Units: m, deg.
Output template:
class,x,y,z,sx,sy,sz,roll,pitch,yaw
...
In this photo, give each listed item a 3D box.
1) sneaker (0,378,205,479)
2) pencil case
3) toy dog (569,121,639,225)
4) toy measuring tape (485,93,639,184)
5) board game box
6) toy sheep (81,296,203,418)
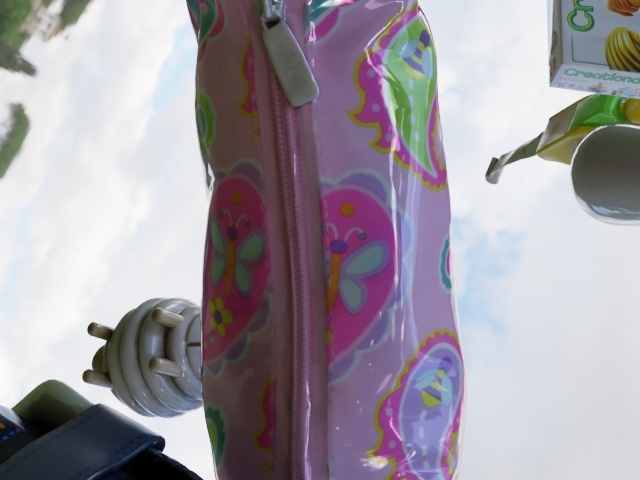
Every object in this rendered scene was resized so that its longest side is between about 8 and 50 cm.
class,x,y,z,sx,sy,sz,roll,pitch,yaw
sneaker,-0.090,0.133,0.393,0.321,0.127,0.126,1,-159,27
pencil case,0.000,0.000,0.462,0.124,0.124,0.284,6,-80,61
toy dog,0.343,-0.015,0.663,0.333,0.161,0.220,44,-71,37
toy measuring tape,0.342,-0.114,1.378,0.330,0.121,0.121,-33,-145,64
board game box,0.348,-0.299,1.159,0.053,0.193,0.305,107,-12,-66
toy sheep,-0.102,0.078,0.710,0.132,0.091,0.091,-8,-126,33
